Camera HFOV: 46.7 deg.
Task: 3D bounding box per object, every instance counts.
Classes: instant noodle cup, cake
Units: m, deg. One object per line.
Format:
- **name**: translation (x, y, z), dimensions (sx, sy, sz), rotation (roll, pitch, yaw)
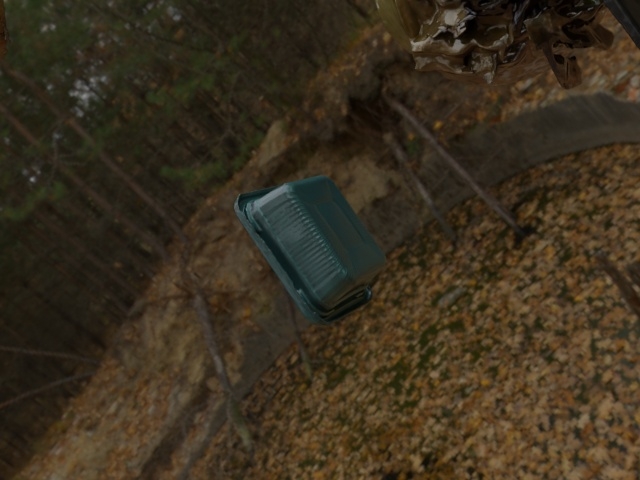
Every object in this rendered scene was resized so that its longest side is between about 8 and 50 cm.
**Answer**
- **instant noodle cup**: translation (0.000, 0.000, 0.848), dimensions (0.070, 0.179, 0.157), rotation (-37, -8, 27)
- **cake**: translation (0.252, -0.356, 0.979), dimensions (0.332, 0.332, 0.321), rotation (-46, 26, 6)

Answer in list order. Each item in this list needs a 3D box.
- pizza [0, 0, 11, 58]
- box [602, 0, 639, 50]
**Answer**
- **pizza**: translation (-0.288, -0.205, 0.452), dimensions (0.134, 0.271, 0.056), rotation (-51, 55, 10)
- **box**: translation (0.266, -0.289, 0.520), dimensions (0.204, 0.251, 0.345), rotation (-36, -4, 21)
